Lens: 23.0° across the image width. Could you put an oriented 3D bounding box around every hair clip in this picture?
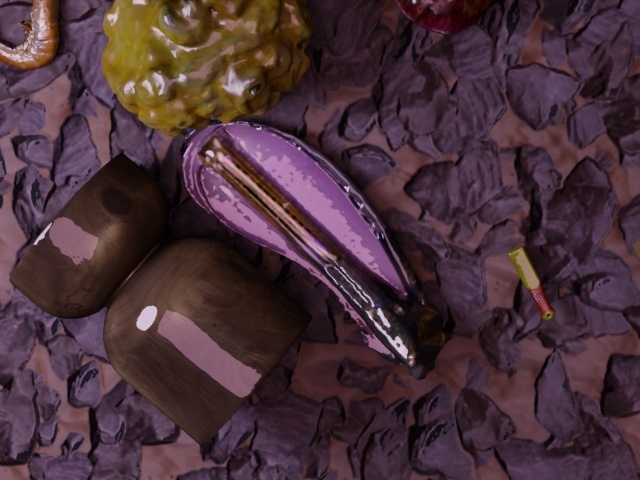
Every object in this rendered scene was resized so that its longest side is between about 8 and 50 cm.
[{"bbox_3d":[0.002,-0.002,1.652,0.358,0.095,0.110,47,138,6],"label":"hair clip"}]

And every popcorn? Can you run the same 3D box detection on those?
[{"bbox_3d":[-0.118,-0.208,1.570,0.218,0.169,0.189,-15,98,7],"label":"popcorn"}]

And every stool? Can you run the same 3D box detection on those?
[{"bbox_3d":[-0.162,0.061,1.623,0.264,0.179,0.179,40,103,-1],"label":"stool"}]

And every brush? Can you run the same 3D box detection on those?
[{"bbox_3d":[0.223,0.045,1.645,0.019,0.021,0.083,-28,90,11],"label":"brush"}]

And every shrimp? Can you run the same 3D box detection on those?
[{"bbox_3d":[-0.313,-0.244,1.665,0.091,0.025,0.127,19,105,6],"label":"shrimp"}]

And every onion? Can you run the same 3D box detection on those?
[{"bbox_3d":[0.120,-0.257,1.570,0.107,0.097,0.107,2,80,-14],"label":"onion"}]

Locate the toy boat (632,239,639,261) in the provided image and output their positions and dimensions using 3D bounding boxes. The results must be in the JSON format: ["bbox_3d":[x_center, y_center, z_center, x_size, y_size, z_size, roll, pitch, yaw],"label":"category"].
[{"bbox_3d":[0.394,0.066,1.596,0.057,0.077,0.200,-37,97,26],"label":"toy boat"}]
